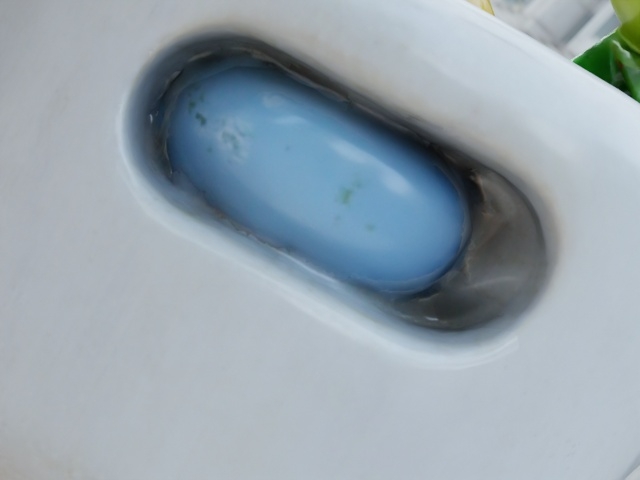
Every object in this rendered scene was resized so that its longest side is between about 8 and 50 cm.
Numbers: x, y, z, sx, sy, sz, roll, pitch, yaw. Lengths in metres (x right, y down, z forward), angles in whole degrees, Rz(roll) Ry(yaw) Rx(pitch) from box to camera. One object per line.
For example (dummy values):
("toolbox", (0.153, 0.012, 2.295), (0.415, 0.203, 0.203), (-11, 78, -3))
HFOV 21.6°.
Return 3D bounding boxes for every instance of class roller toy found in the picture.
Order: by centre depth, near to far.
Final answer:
("roller toy", (0.000, 0.000, 0.410), (0.209, 0.146, 0.191), (26, 4, -45))

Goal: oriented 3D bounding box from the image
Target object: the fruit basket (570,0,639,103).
("fruit basket", (0.262, -0.092, 0.884), (0.283, 0.392, 0.392), (32, -10, 23))
